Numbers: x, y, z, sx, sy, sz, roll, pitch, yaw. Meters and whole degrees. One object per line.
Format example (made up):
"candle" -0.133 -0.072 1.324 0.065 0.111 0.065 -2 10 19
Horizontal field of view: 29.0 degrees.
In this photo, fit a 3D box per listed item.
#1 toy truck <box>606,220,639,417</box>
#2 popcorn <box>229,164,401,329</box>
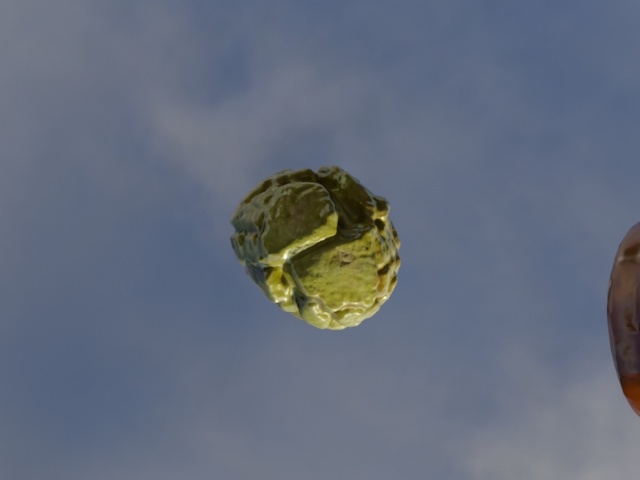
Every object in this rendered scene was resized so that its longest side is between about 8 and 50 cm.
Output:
"toy truck" 0.239 0.030 0.472 0.212 0.204 0.288 -55 -51 -42
"popcorn" 0.000 0.000 0.848 0.120 0.116 0.106 41 -73 25
